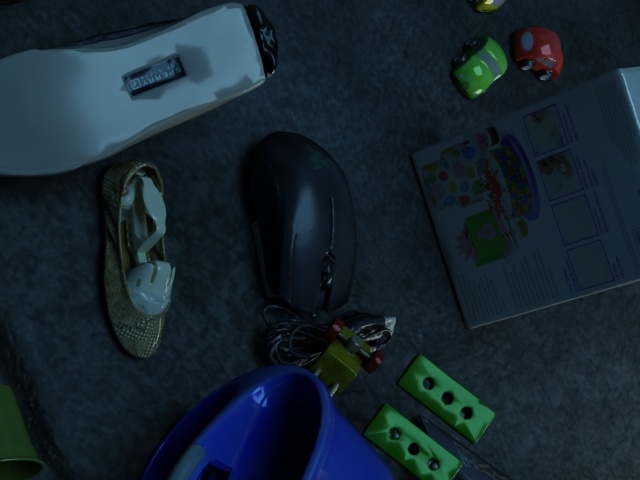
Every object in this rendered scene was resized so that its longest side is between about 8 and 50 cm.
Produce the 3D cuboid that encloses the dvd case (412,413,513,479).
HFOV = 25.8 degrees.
[{"bbox_3d":[0.207,0.309,1.650,0.221,0.018,0.164,38,15,-29],"label":"dvd case"}]

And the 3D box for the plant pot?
[{"bbox_3d":[-0.293,0.172,1.243,0.083,0.083,0.079,8,58,-42],"label":"plant pot"}]

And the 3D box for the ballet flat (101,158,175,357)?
[{"bbox_3d":[-0.181,0.013,1.410,0.073,0.067,0.206,0,75,-44],"label":"ballet flat"}]

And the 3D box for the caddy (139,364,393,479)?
[{"bbox_3d":[-0.082,0.272,1.290,0.179,0.241,0.341,46,48,-28],"label":"caddy"}]

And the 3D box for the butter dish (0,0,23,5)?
[{"bbox_3d":[-0.332,-0.267,1.332,0.160,0.160,0.118,26,82,-36],"label":"butter dish"}]

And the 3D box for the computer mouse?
[{"bbox_3d":[0.000,0.000,1.571,0.189,0.072,0.272,-4,78,-44],"label":"computer mouse"}]

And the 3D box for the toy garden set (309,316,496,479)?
[{"bbox_3d":[0.038,0.224,1.507,0.204,0.049,0.244,38,74,-2],"label":"toy garden set"}]

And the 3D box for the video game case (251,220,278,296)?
[{"bbox_3d":[-0.023,0.019,1.603,0.122,0.011,0.087,-3,77,-44],"label":"video game case"}]

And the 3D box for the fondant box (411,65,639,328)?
[{"bbox_3d":[0.290,-0.047,1.702,0.096,0.330,0.238,-14,85,-48],"label":"fondant box"}]

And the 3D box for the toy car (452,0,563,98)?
[{"bbox_3d":[0.252,-0.280,1.951,0.239,0.053,0.225,50,47,-19],"label":"toy car"}]

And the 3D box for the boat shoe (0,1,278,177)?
[{"bbox_3d":[-0.217,-0.142,1.411,0.341,0.158,0.127,-17,92,-18],"label":"boat shoe"}]
